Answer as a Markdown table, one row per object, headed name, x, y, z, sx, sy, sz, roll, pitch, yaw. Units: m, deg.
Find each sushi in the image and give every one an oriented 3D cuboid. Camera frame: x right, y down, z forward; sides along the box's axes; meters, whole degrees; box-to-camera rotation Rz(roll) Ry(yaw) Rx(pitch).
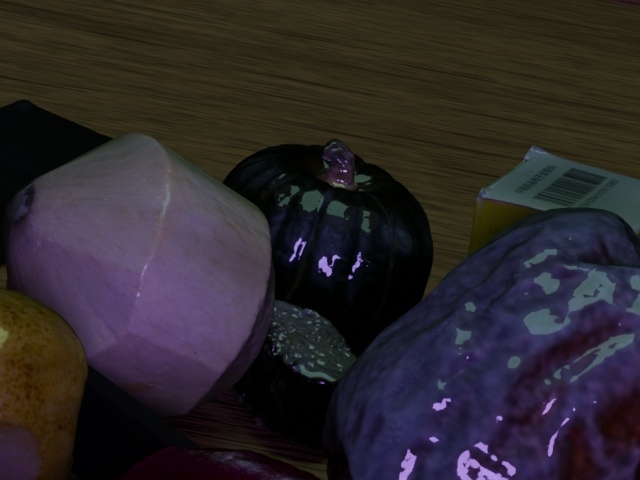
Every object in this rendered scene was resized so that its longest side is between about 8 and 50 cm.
| name | x | y | z | sx | sy | sz | roll | pitch | yaw |
| --- | --- | --- | --- | --- | --- | --- | --- | --- | --- |
| sushi | -0.018 | 0.109 | 1.548 | 0.090 | 0.078 | 0.150 | 7 | 19 | -26 |

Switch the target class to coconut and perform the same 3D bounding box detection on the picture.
| name | x | y | z | sx | sy | sz | roll | pitch | yaw |
| --- | --- | --- | --- | --- | --- | --- | --- | --- | --- |
| coconut | -0.150 | 0.024 | 1.490 | 0.222 | 0.202 | 0.202 | 32 | 8 | -31 |

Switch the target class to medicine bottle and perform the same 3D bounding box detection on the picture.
| name | x | y | z | sx | sy | sz | roll | pitch | yaw |
| --- | --- | --- | --- | --- | --- | --- | --- | --- | --- |
| medicine bottle | 0.184 | 0.071 | 1.506 | 0.141 | 0.250 | 0.137 | 16 | 22 | 22 |

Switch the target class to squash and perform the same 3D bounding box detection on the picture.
| name | x | y | z | sx | sy | sz | roll | pitch | yaw |
| --- | --- | --- | --- | --- | --- | --- | --- | --- | --- |
| squash | -0.001 | 0.005 | 1.695 | 0.218 | 0.172 | 0.218 | 39 | 7 | -6 |

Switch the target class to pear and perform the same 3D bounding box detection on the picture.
| name | x | y | z | sx | sy | sz | roll | pitch | yaw |
| --- | --- | --- | --- | --- | --- | --- | --- | --- | --- |
| pear | -0.245 | 0.110 | 1.309 | 0.178 | 0.178 | 0.178 | 9 | 21 | -3 |

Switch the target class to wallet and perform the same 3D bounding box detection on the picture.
| name | x | y | z | sx | sy | sz | roll | pitch | yaw |
| --- | --- | --- | --- | --- | --- | --- | --- | --- | --- |
| wallet | -0.316 | -0.064 | 1.909 | 0.247 | 0.041 | 0.323 | 21 | 26 | 27 |

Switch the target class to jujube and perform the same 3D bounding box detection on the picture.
| name | x | y | z | sx | sy | sz | roll | pitch | yaw |
| --- | --- | --- | --- | --- | --- | --- | --- | --- | --- |
| jujube | 0.138 | 0.129 | 1.288 | 0.215 | 0.308 | 0.246 | 43 | -2 | 20 |

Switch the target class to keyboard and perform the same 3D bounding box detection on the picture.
| name | x | y | z | sx | sy | sz | roll | pitch | yaw |
| --- | --- | --- | --- | --- | --- | --- | --- | --- | --- |
| keyboard | -0.145 | 0.144 | 1.365 | 0.018 | 0.101 | 0.310 | -19 | 34 | -37 |

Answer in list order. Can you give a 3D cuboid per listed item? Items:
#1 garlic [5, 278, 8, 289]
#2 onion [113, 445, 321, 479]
| name | x | y | z | sx | sy | sz | roll | pitch | yaw |
| --- | --- | --- | --- | --- | --- | --- | --- | --- | --- |
| garlic | -0.208 | 0.019 | 1.673 | 0.115 | 0.128 | 0.206 | -1 | 14 | 44 |
| onion | -0.032 | 0.225 | 1.034 | 0.207 | 0.206 | 0.216 | 30 | 41 | 29 |
